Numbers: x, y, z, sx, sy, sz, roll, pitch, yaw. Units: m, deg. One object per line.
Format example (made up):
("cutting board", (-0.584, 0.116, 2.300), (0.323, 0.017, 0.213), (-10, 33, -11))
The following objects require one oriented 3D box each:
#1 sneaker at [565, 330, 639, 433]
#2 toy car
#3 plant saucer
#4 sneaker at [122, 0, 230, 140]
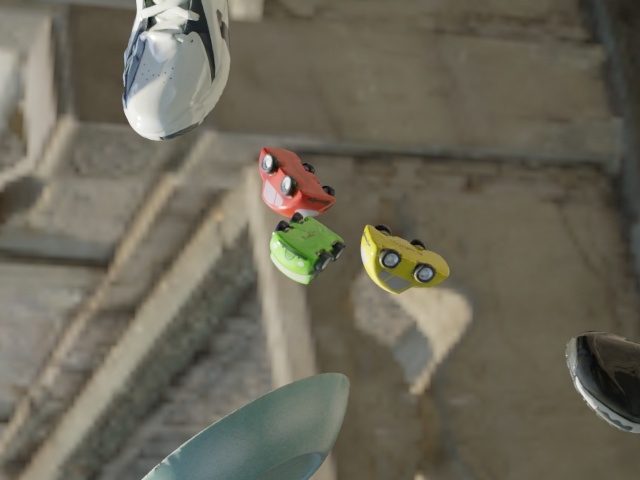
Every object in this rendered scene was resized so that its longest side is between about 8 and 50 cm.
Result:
("sneaker", (0.383, 0.143, 1.902), (0.124, 0.283, 0.107), (-43, 32, 38))
("toy car", (0.000, 0.000, 1.890), (0.053, 0.239, 0.225), (-59, -12, 21))
("plant saucer", (-0.052, 0.164, 1.306), (0.037, 0.195, 0.195), (55, 144, 18))
("sneaker", (-0.121, -0.210, 1.489), (0.235, 0.094, 0.153), (-68, -24, -15))
